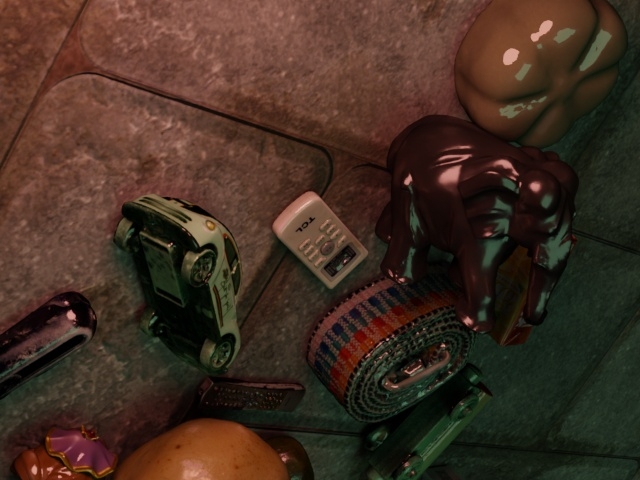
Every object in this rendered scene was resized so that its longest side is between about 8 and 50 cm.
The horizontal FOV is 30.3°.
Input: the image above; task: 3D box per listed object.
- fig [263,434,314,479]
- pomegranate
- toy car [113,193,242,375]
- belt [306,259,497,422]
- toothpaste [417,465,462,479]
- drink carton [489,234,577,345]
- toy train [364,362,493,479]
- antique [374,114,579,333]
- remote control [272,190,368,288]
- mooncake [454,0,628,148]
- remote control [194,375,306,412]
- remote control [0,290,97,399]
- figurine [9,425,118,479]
[{"bbox_3d":[-0.101,0.397,1.975,0.177,0.117,0.117,-21,137,-3],"label":"fig"},{"bbox_3d":[-0.178,0.411,1.785,0.319,0.319,0.319,-22,136,-24],"label":"pomegranate"},{"bbox_3d":[-0.173,0.051,1.595,0.125,0.136,0.306,-47,146,-30],"label":"toy car"},{"bbox_3d":[0.136,0.173,1.926,0.295,0.160,0.207,-23,136,-22],"label":"belt"},{"bbox_3d":[0.179,0.607,2.411,0.081,0.067,0.336,3,122,-41],"label":"toothpaste"},{"bbox_3d":[0.351,0.067,2.063,0.071,0.096,0.223,-2,124,-38],"label":"drink carton"},{"bbox_3d":[0.202,0.343,2.180,0.285,0.116,0.177,-50,152,6],"label":"toy train"},{"bbox_3d":[0.213,-0.040,1.682,0.185,0.322,0.255,-18,136,-51],"label":"antique"},{"bbox_3d":[0.000,0.000,1.766,0.087,0.029,0.190,-43,140,-1],"label":"remote control"},{"bbox_3d":[0.325,-0.257,1.735,0.275,0.135,0.275,-21,138,-20],"label":"mooncake"},{"bbox_3d":[-0.110,0.247,1.892,0.212,0.028,0.059,12,119,-44],"label":"remote control"},{"bbox_3d":[-0.407,0.167,1.546,0.266,0.066,0.090,-36,136,-9],"label":"remote control"},{"bbox_3d":[-0.387,0.383,1.699,0.263,0.142,0.189,-65,168,22],"label":"figurine"}]
